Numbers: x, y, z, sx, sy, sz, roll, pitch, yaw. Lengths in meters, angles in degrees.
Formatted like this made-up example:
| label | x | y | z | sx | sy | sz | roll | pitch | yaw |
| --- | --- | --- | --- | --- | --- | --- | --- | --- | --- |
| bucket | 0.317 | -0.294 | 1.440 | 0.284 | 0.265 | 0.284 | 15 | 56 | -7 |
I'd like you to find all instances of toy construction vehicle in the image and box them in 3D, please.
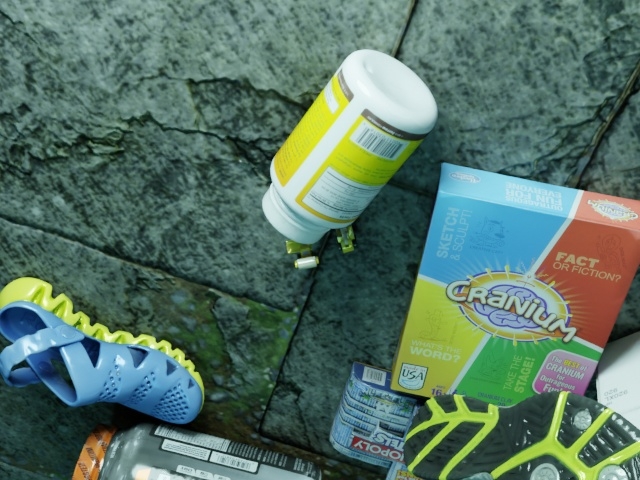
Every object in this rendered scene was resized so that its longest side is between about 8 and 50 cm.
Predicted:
| label | x | y | z | sx | sy | sz | roll | pitch | yaw |
| --- | --- | --- | --- | --- | --- | --- | --- | --- | --- |
| toy construction vehicle | 0.000 | 0.000 | 1.132 | 0.085 | 0.098 | 0.035 | -10 | 107 | 4 |

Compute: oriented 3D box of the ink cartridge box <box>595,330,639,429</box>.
| label | x | y | z | sx | sy | sz | roll | pitch | yaw |
| --- | --- | --- | --- | --- | --- | --- | --- | --- | --- |
| ink cartridge box | 0.466 | 0.229 | 1.145 | 0.171 | 0.168 | 0.233 | -28 | 116 | 27 |

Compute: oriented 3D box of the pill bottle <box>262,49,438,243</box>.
| label | x | y | z | sx | sy | sz | roll | pitch | yaw |
| --- | --- | --- | --- | --- | --- | --- | --- | --- | --- |
| pill bottle | 0.024 | -0.095 | 1.035 | 0.117 | 0.117 | 0.215 | 32 | 125 | -12 |

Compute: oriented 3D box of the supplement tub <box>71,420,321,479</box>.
| label | x | y | z | sx | sy | sz | roll | pitch | yaw |
| --- | --- | --- | --- | --- | --- | --- | --- | --- | --- |
| supplement tub | -0.180 | 0.384 | 1.367 | 0.337 | 0.207 | 0.207 | 13 | 127 | 2 |

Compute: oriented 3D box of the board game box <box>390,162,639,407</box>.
| label | x | y | z | sx | sy | sz | roll | pitch | yaw |
| --- | --- | --- | --- | --- | --- | --- | --- | --- | --- |
| board game box | 0.230 | 0.074 | 1.148 | 0.242 | 0.064 | 0.317 | 11 | 127 | 4 |

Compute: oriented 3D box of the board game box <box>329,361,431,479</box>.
| label | x | y | z | sx | sy | sz | roll | pitch | yaw |
| --- | --- | --- | --- | --- | --- | --- | --- | --- | --- |
| board game box | 0.113 | 0.279 | 1.322 | 0.194 | 0.060 | 0.194 | 15 | 126 | 0 |

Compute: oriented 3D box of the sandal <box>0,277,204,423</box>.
| label | x | y | z | sx | sy | sz | roll | pitch | yaw |
| --- | --- | --- | --- | --- | --- | --- | --- | --- | --- |
| sandal | -0.312 | 0.180 | 1.292 | 0.317 | 0.138 | 0.126 | 25 | 124 | -9 |

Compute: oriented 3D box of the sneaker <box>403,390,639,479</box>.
| label | x | y | z | sx | sy | sz | roll | pitch | yaw |
| --- | --- | --- | --- | --- | --- | --- | --- | --- | --- |
| sneaker | 0.267 | 0.259 | 1.098 | 0.147 | 0.145 | 0.384 | 31 | 165 | -29 |
